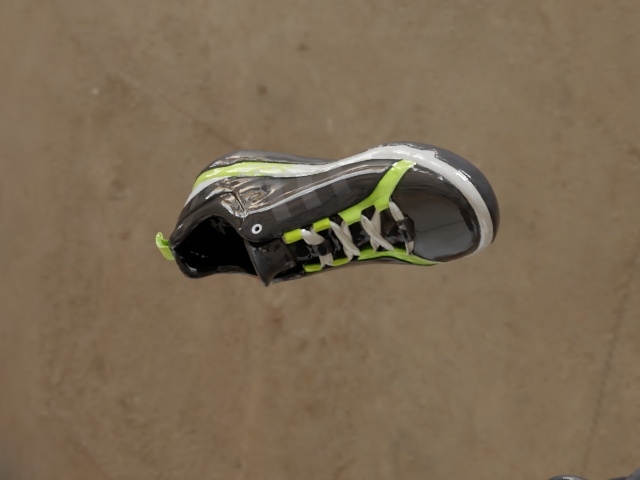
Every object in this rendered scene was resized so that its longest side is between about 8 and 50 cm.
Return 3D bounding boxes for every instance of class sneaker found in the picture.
[{"bbox_3d":[0.000,0.000,0.909,0.235,0.097,0.084,-1,129,37],"label":"sneaker"}]

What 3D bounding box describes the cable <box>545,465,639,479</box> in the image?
[{"bbox_3d":[0.167,0.100,0.588,0.184,0.151,0.047,160,102,-88],"label":"cable"}]
